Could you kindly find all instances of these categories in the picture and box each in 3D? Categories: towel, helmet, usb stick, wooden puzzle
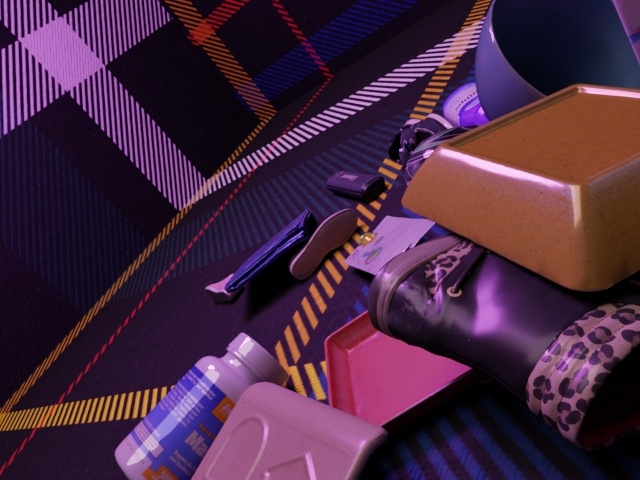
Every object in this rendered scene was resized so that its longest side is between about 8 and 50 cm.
[{"bbox_3d":[-0.119,0.022,1.453,0.243,0.040,0.336,-38,6,8],"label":"towel"},{"bbox_3d":[0.239,-0.124,1.036,0.161,0.169,0.169,-27,18,-12],"label":"helmet"},{"bbox_3d":[0.088,-0.150,1.518,0.077,0.045,0.278,-44,20,-8],"label":"usb stick"},{"bbox_3d":[-0.087,0.354,0.697,0.348,0.080,0.322,-54,23,-21],"label":"wooden puzzle"}]

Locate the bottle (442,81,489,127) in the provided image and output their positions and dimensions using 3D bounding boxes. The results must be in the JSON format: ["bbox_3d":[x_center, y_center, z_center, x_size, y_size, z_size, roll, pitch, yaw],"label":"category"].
[{"bbox_3d":[0.357,-0.275,1.241,0.118,0.092,0.283,-37,20,10],"label":"bottle"}]

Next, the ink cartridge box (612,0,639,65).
[{"bbox_3d":[0.540,-0.372,0.862,0.117,0.278,0.201,-12,34,46],"label":"ink cartridge box"}]

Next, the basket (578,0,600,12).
[{"bbox_3d":[0.613,-0.518,1.003,0.299,0.223,0.213,-47,11,49],"label":"basket"}]

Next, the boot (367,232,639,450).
[{"bbox_3d":[0.276,0.051,0.630,0.377,0.138,0.284,-22,28,-23],"label":"boot"}]

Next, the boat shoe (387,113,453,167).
[{"bbox_3d":[0.225,-0.208,1.284,0.113,0.127,0.340,-41,19,1],"label":"boat shoe"}]

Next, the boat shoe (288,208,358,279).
[{"bbox_3d":[0.000,0.000,1.319,0.206,0.075,0.065,-47,24,-5],"label":"boat shoe"}]

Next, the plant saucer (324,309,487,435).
[{"bbox_3d":[0.126,0.158,0.808,0.259,0.048,0.258,-36,21,13],"label":"plant saucer"}]

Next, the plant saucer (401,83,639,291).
[{"bbox_3d":[0.303,-0.099,0.663,0.332,0.081,0.333,-26,27,-14],"label":"plant saucer"}]

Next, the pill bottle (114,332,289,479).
[{"bbox_3d":[-0.181,0.287,0.924,0.272,0.152,0.152,-47,21,-17],"label":"pill bottle"}]

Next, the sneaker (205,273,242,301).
[{"bbox_3d":[-0.255,0.127,1.535,0.134,0.051,0.070,-4,39,53],"label":"sneaker"}]

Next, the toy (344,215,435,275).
[{"bbox_3d":[0.135,0.019,1.071,0.137,0.056,0.237,-46,16,-6],"label":"toy"}]

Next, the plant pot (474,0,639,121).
[{"bbox_3d":[0.394,-0.288,1.010,0.290,0.290,0.195,-50,-7,-25],"label":"plant pot"}]
